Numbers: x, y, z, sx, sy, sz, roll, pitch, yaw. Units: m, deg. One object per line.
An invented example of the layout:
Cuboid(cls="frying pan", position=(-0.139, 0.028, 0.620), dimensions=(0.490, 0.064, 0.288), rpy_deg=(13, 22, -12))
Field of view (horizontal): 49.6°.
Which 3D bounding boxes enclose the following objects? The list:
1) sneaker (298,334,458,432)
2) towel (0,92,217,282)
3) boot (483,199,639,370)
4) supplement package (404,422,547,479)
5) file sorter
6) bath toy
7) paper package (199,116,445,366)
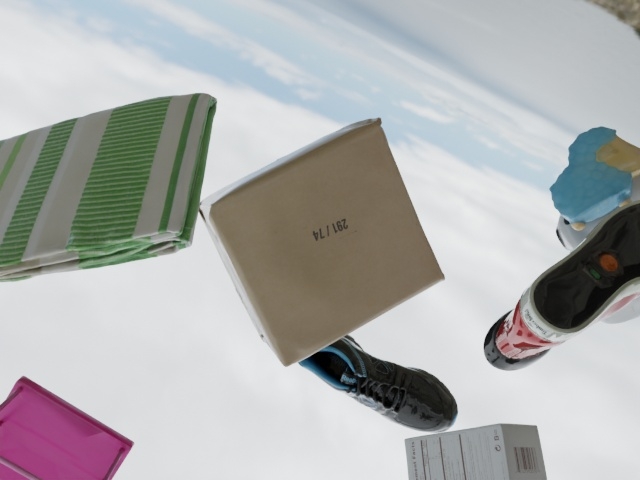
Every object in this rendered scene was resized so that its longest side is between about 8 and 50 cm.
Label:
Cuboid(cls="sneaker", position=(0.104, 0.291, 1.374), dimensions=(0.341, 0.125, 0.140), rpy_deg=(23, -171, 21))
Cuboid(cls="towel", position=(-0.273, -0.053, 0.748), dimensions=(0.038, 0.325, 0.248), rpy_deg=(63, -160, -45))
Cuboid(cls="boot", position=(0.289, 0.053, 0.755), dimensions=(0.244, 0.176, 0.088), rpy_deg=(-28, -110, -18))
Cuboid(cls="supplement package", position=(0.230, 0.340, 1.039), dimensions=(0.105, 0.179, 0.105), rpy_deg=(15, -118, -41))
Cuboid(cls="file sorter", position=(-0.453, 0.396, 1.008), dimensions=(0.202, 0.290, 0.182), rpy_deg=(33, -169, -4))
Cuboid(cls="bath toy", position=(0.421, -0.007, 1.003), dimensions=(0.348, 0.151, 0.129), rpy_deg=(54, -161, -49))
Cuboid(cls="paper package", position=(0.000, 0.000, 1.182), dimensions=(0.309, 0.325, 0.168), rpy_deg=(65, 167, -12))
